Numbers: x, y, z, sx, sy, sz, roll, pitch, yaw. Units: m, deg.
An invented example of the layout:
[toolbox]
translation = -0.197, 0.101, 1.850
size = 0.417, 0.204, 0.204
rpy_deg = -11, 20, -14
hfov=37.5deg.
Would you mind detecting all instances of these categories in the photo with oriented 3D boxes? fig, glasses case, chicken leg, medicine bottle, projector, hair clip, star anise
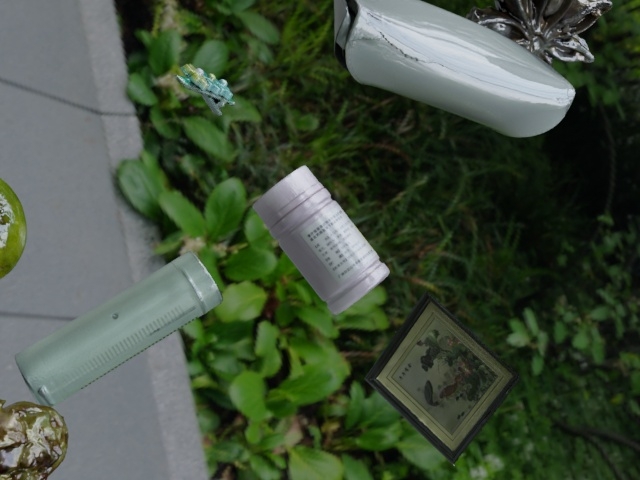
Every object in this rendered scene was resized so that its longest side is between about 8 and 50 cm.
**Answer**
[fig]
translation = -0.522, -0.020, 1.407
size = 0.181, 0.181, 0.191
rpy_deg = 62, 4, -9
[glasses case]
translation = 0.129, -0.200, 1.030
size = 0.308, 0.083, 0.128
rpy_deg = 14, 39, -30
[chicken leg]
translation = -0.495, 0.312, 1.220
size = 0.361, 0.211, 0.140
rpy_deg = -18, 77, -34
[medicine bottle]
translation = 0.000, 0.000, 1.694
size = 0.249, 0.133, 0.133
rpy_deg = 51, 27, 2
[projector]
translation = -0.327, 0.145, 1.547
size = 0.108, 0.337, 0.108
rpy_deg = 54, -13, 19
[hair clip]
translation = -0.161, -0.216, 1.322
size = 0.173, 0.049, 0.049
rpy_deg = 22, 49, -76
[star anise]
translation = 0.295, -0.306, 1.366
size = 0.236, 0.223, 0.109
rpy_deg = 94, -21, -45

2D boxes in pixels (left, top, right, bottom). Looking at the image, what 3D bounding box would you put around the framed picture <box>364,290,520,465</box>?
[framed picture]
translation = 0.181, 0.209, 1.435
size = 0.199, 0.195, 0.010
rpy_deg = 43, 28, 22
